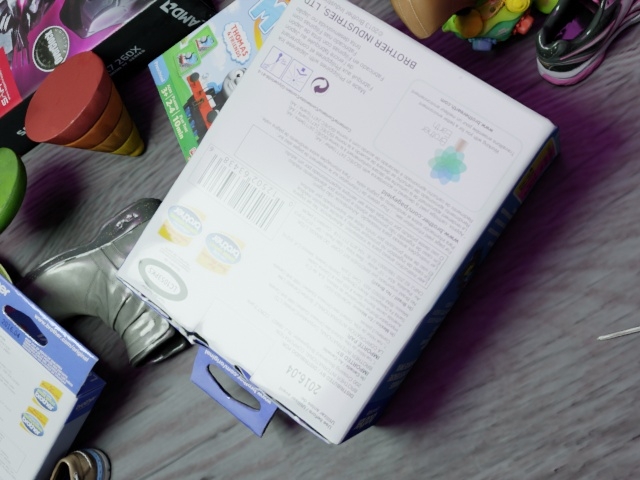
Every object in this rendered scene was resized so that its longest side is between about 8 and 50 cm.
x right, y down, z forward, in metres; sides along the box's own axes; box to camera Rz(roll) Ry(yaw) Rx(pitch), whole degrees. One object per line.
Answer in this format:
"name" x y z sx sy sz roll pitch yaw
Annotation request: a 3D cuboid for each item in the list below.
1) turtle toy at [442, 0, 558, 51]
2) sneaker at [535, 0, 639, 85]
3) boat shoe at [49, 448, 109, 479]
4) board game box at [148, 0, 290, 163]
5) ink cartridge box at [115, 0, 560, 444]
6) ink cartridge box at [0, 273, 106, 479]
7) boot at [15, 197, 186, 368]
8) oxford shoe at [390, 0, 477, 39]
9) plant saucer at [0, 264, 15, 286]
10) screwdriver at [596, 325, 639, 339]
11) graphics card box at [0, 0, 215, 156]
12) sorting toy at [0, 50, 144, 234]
"turtle toy" 0.178 -0.230 0.870 0.130 0.066 0.095 -24 42 15
"sneaker" 0.263 -0.224 0.823 0.072 0.077 0.178 38 97 26
"boat shoe" -0.293 0.320 1.000 0.066 0.066 0.183 9 84 28
"board game box" -0.080 -0.188 1.010 0.211 0.039 0.160 -31 67 17
"ink cartridge box" 0.000 0.000 0.849 0.270 0.151 0.395 35 95 17
"ink cartridge box" -0.360 0.184 1.008 0.186 0.065 0.311 38 114 14
"boot" -0.235 0.078 1.007 0.246 0.083 0.161 -35 67 10
"oxford shoe" 0.128 -0.251 0.827 0.076 0.076 0.212 0 36 46
"plant saucer" -0.456 0.128 1.137 0.241 0.037 0.241 -6 77 26
"screwdriver" 0.321 0.066 0.772 0.170 0.024 0.025 -25 98 27
"graphics card box" -0.328 -0.281 1.124 0.371 0.094 0.233 -29 68 18
"sorting toy" -0.333 -0.043 1.049 0.365 0.126 0.127 -49 44 5
